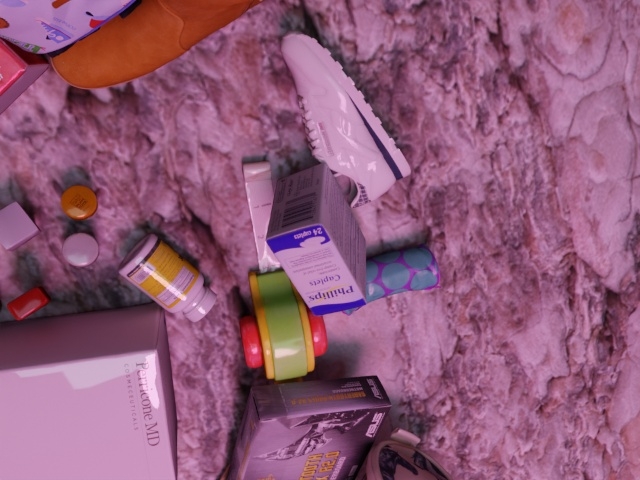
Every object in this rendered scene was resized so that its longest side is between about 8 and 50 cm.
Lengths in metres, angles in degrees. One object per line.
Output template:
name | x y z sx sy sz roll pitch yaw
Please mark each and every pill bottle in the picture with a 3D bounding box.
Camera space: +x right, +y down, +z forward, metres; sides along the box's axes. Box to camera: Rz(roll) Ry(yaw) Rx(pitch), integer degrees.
pill bottle | -0.190 0.051 0.718 0.065 0.065 0.116 -44 112 3

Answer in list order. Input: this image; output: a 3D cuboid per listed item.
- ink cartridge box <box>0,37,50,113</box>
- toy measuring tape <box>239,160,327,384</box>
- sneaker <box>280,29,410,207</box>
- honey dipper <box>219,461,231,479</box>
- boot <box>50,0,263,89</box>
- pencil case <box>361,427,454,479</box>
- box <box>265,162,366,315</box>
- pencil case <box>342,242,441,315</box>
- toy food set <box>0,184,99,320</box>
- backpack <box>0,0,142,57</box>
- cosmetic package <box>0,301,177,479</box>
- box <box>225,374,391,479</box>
ink cartridge box | -0.448 -0.207 0.545 0.197 0.114 0.273 -42 113 3
toy measuring tape | -0.055 0.068 0.731 0.122 0.121 0.329 -9 109 -11
sneaker | 0.016 -0.145 0.700 0.095 0.090 0.235 -35 111 9
honey dipper | -0.144 0.358 0.849 0.031 0.030 0.160 30 94 -21
boot | -0.149 -0.239 0.557 0.295 0.211 0.104 -30 111 -3
pencil case | 0.055 0.476 0.819 0.160 0.183 0.410 16 112 -28
box | 0.000 0.000 0.694 0.072 0.126 0.137 -18 126 18
pencil case | 0.088 0.054 0.788 0.152 0.064 0.070 -16 94 -8
toy food set | -0.356 0.030 0.672 0.232 0.104 0.111 -39 99 -19
backpack | -0.238 -0.296 0.440 0.277 0.213 0.263 -28 81 25
cosmetic package | -0.365 0.207 0.678 0.366 0.155 0.196 -7 106 -10
box | -0.024 0.287 0.786 0.183 0.056 0.230 1 127 -24
